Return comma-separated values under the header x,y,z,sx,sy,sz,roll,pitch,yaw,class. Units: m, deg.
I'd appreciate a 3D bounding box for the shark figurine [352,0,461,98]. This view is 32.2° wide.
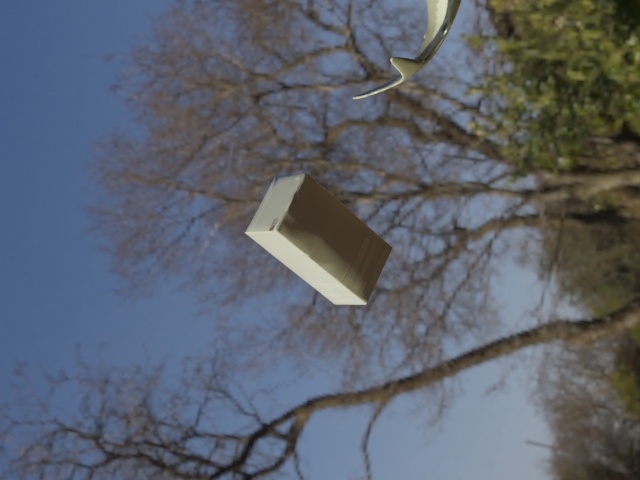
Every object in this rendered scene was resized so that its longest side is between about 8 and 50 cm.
x,y,z,sx,sy,sz,roll,pitch,yaw,class
0.110,-0.298,1.250,0.166,0.116,0.278,-4,-82,-36,shark figurine

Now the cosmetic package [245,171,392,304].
x,y,z,sx,sy,sz,roll,pitch,yaw,class
0.000,0.000,1.927,0.238,0.107,0.127,40,-115,-27,cosmetic package
